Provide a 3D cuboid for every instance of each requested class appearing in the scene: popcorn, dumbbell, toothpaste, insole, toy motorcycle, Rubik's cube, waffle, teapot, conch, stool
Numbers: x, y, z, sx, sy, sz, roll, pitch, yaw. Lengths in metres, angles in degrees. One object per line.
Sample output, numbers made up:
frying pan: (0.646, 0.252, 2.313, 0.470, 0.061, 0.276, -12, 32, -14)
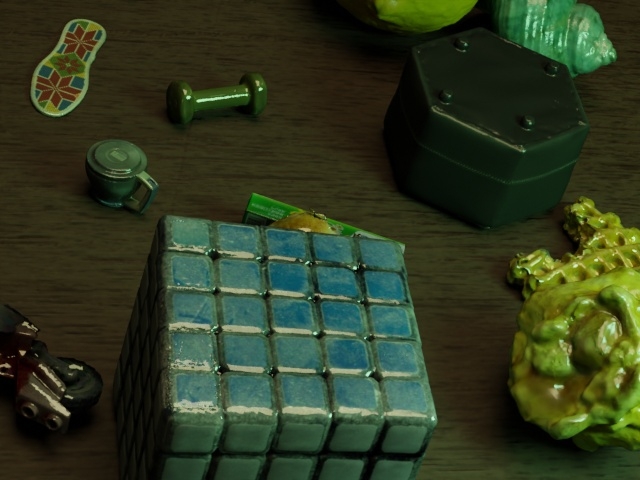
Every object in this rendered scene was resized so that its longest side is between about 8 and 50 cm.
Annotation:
popcorn: (0.275, 0.116, 1.650, 0.155, 0.197, 0.197, 29, 28, -43)
dumbbell: (-0.120, -0.166, 1.910, 0.118, 0.052, 0.046, -9, 18, -29)
toothpaste: (0.000, 0.000, 1.783, 0.178, 0.043, 0.037, 18, 38, -1)
insole: (-0.294, -0.204, 1.921, 0.065, 0.006, 0.193, 18, 42, -2)
toy motorcycle: (-0.309, 0.113, 1.512, 0.213, 0.082, 0.122, 24, 40, 8)
Rubik's cube: (-0.050, 0.145, 1.457, 0.237, 0.238, 0.237, 6, 42, -13)
waffle: (0.302, 0.020, 1.868, 0.149, 0.051, 0.194, 27, 42, 7)
teapot: (-0.212, -0.064, 1.763, 0.088, 0.057, 0.066, 31, 44, 18)
conch: (0.289, -0.282, 2.121, 0.202, 0.134, 0.196, 55, 31, 15)
stool: (0.194, -0.135, 1.926, 0.232, 0.141, 0.232, 11, 42, -10)

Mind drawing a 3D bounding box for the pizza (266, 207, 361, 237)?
pizza: (0.008, 0.059, 1.697, 0.226, 0.069, 0.147, 28, 51, 8)

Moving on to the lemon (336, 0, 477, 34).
lemon: (0.116, -0.404, 2.100, 0.253, 0.253, 0.310, 15, 59, -5)
